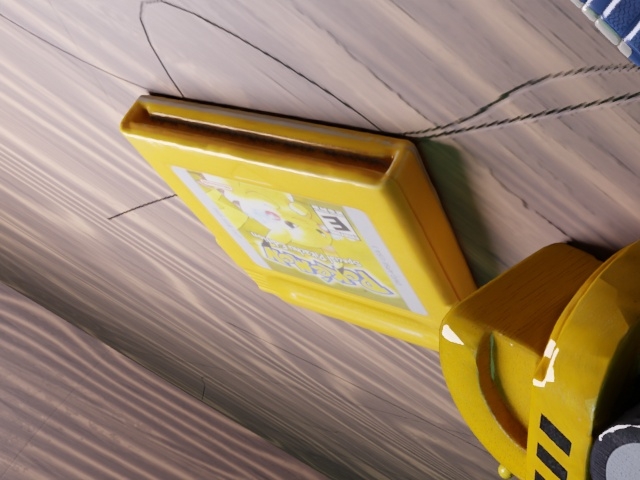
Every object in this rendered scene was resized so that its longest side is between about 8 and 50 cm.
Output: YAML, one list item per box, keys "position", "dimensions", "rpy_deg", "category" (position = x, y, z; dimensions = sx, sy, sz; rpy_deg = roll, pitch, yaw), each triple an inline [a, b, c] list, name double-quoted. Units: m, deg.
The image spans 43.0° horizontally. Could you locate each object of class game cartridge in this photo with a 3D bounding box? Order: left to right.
- position: [0.000, 0.000, 0.766]
  dimensions: [0.285, 0.052, 0.323]
  rpy_deg: [15, 154, 32]
  category: "game cartridge"

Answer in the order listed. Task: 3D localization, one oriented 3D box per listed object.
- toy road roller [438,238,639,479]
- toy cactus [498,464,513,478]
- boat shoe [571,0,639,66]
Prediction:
- position: [0.212, 0.144, 0.558]
  dimensions: [0.240, 0.202, 0.329]
  rpy_deg: [31, 138, 43]
  category: "toy road roller"
- position: [0.274, 0.259, 0.973]
  dimensions: [0.180, 0.112, 0.219]
  rpy_deg: [44, 165, -11]
  category: "toy cactus"
- position: [0.125, -0.121, 0.307]
  dimensions: [0.183, 0.066, 0.066]
  rpy_deg: [35, 157, 0]
  category: "boat shoe"
